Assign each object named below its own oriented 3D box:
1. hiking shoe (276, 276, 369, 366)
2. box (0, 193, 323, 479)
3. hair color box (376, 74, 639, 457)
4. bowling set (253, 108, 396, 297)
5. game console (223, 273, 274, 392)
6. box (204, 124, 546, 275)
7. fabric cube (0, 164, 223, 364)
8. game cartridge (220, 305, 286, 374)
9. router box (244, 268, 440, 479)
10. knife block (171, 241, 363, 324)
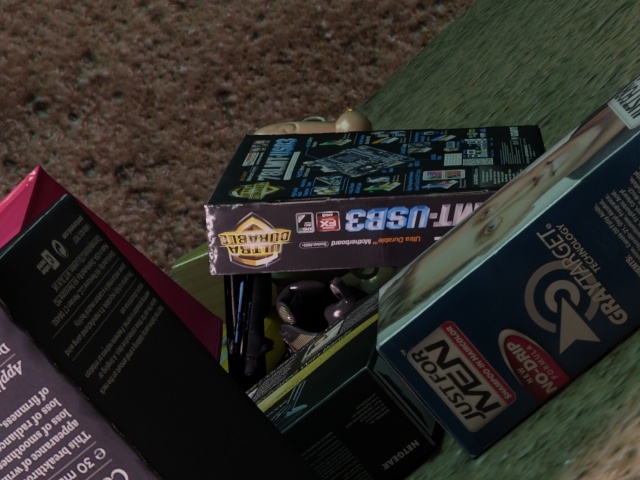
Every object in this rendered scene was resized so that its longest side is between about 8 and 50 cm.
[{"bbox_3d":[0.006,0.081,1.628,0.086,0.114,0.227,-44,8,-28],"label":"hiking shoe"},{"bbox_3d":[-0.191,0.209,1.103,0.343,0.312,0.179,-38,7,17],"label":"box"},{"bbox_3d":[0.200,-0.018,1.255,0.347,0.105,0.174,-41,7,9],"label":"hair color box"},{"bbox_3d":[0.026,0.005,1.907,0.154,0.200,0.287,-10,39,1],"label":"bowling set"},{"bbox_3d":[-0.073,0.058,1.768,0.044,0.213,0.361,-3,-2,-4],"label":"game console"},{"bbox_3d":[0.059,-0.043,1.653,0.293,0.073,0.295,-4,14,5],"label":"box"},{"bbox_3d":[-0.278,0.136,1.804,0.259,0.258,0.254,-42,21,19],"label":"fabric cube"},{"bbox_3d":[-0.167,0.201,2.069,0.285,0.053,0.324,-37,8,31],"label":"game cartridge"},{"bbox_3d":[-0.038,0.174,1.432,0.309,0.081,0.243,-39,7,18],"label":"router box"},{"bbox_3d":[0.000,0.000,2.037,0.275,0.088,0.242,-31,12,-22],"label":"knife block"}]
